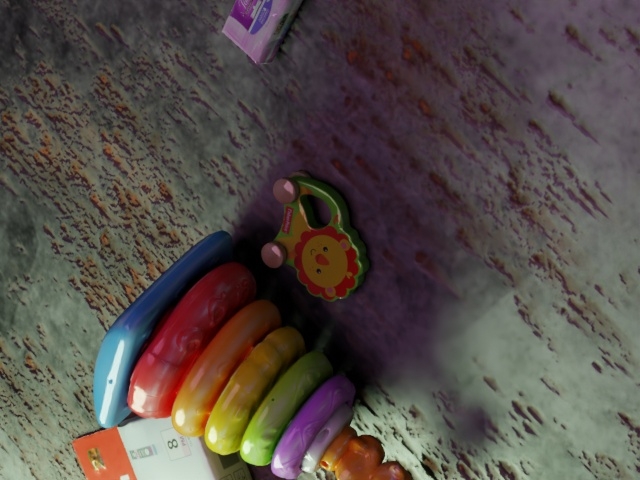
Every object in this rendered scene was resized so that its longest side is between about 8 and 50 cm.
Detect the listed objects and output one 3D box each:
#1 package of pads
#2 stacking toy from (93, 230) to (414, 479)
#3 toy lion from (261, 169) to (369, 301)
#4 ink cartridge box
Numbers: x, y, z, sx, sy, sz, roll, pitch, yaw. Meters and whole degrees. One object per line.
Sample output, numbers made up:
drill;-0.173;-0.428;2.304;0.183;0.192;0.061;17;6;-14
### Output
package of pads;-0.048;-0.197;1.383;0.050;0.032;0.083;42;125;19
stacking toy;-0.034;0.145;1.416;0.302;0.166;0.175;34;138;13
toy lion;0.000;0.000;1.409;0.096;0.034;0.100;22;116;24
ink cartridge box;-0.158;0.266;1.600;0.232;0.066;0.189;-22;90;36
